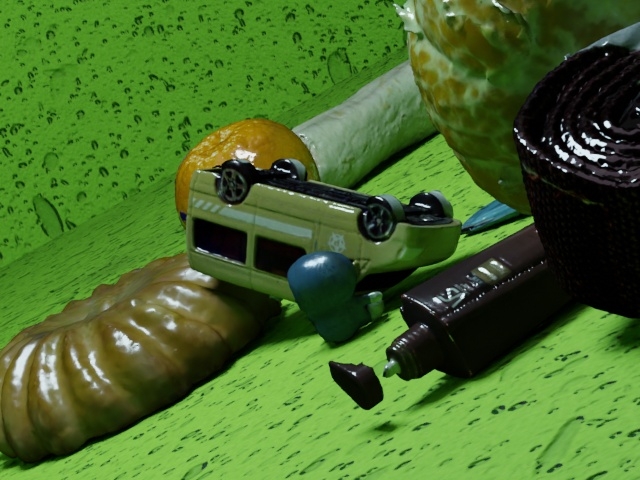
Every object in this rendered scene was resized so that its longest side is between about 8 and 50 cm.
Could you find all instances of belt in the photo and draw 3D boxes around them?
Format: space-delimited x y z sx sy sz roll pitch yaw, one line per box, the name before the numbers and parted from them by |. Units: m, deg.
belt | 0.271 -0.063 1.206 0.289 0.164 0.184 -29 37 -13

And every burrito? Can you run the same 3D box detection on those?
burrito | 0.028 -0.121 2.330 0.299 0.105 0.143 -34 2 -28

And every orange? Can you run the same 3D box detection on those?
orange | 0.223 -0.173 1.417 0.329 0.329 0.249 -30 39 -12
orange | -0.087 -0.061 2.166 0.177 0.155 0.177 -35 9 7

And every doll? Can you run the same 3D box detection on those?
doll | 0.011 0.046 1.561 0.076 0.083 0.050 -21 17 23

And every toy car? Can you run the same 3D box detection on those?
toy car | 0.000 0.000 1.651 0.257 0.124 0.101 16 13 33

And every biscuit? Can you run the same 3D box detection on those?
biscuit | -0.196 0.101 1.795 0.326 0.107 0.326 -26 13 6

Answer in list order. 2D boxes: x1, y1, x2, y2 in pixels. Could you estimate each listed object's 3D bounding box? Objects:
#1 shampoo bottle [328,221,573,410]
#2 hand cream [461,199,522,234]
shampoo bottle | 0.116 0.047 1.310 0.236 0.067 0.068 -32 19 -23
hand cream | 0.223 -0.056 1.663 0.224 0.048 0.083 -26 7 46
